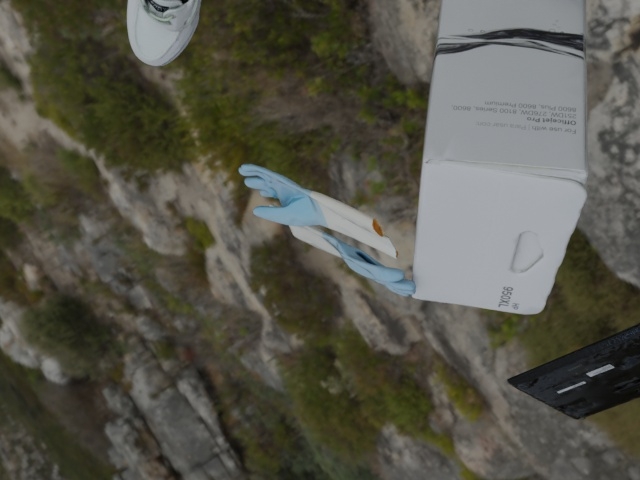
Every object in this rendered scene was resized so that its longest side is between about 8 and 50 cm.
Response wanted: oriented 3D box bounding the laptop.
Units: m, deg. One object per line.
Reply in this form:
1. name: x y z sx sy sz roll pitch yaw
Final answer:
1. laptop: 0.423 0.146 1.180 0.264 0.137 0.234 29 134 -33

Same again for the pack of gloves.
1. pack of gloves: 0.000 0.000 1.010 0.232 0.046 0.195 27 163 37

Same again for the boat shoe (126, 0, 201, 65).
1. boat shoe: -0.167 -0.272 0.909 0.083 0.076 0.226 25 132 -5

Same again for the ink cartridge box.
1. ink cartridge box: 0.212 -0.153 1.016 0.166 0.395 0.286 6 147 8
